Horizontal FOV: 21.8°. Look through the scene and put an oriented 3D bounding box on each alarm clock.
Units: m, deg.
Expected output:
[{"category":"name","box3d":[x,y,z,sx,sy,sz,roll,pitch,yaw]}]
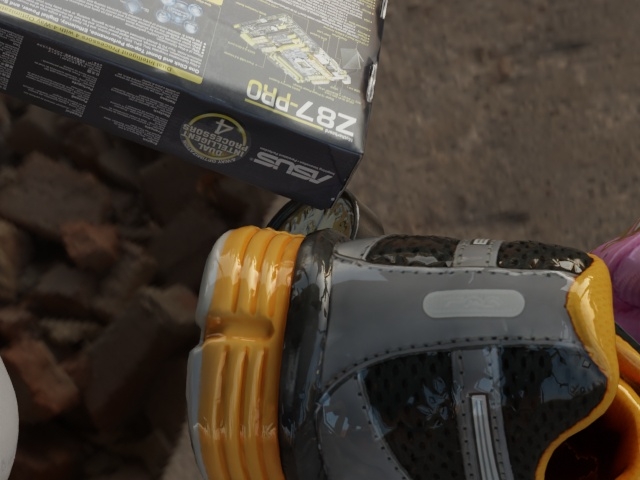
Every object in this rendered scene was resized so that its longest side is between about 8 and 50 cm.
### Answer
[{"category":"alarm clock","box3d":[0.000,0.000,1.579,0.129,0.064,0.192,-27,45,28]}]

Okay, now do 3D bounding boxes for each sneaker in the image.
[{"category":"sneaker","box3d":[0.050,0.060,0.387,0.083,0.215,0.084,-8,64,23]}]

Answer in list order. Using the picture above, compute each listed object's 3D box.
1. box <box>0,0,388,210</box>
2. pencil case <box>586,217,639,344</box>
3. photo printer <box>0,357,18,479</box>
[{"category":"box","box3d":[-0.134,-0.228,1.553,0.394,0.097,0.318,19,45,-12]},{"category":"pencil case","box3d":[0.223,-0.087,0.428,0.160,0.167,0.386,35,89,0]},{"category":"photo printer","box3d":[-0.267,0.024,0.929,0.107,0.256,0.308,-24,90,-3]}]
